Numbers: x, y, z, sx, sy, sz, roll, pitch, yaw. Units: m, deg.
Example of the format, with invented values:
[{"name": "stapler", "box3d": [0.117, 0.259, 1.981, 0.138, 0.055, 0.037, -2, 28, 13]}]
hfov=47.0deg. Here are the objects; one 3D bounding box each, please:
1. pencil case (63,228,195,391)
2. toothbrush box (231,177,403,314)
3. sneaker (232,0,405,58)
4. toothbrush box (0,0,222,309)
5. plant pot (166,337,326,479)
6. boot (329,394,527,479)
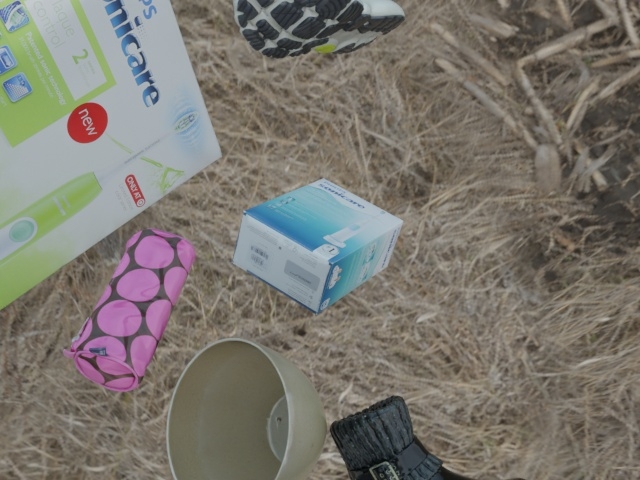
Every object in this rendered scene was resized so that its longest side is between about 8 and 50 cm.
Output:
[{"name": "pencil case", "box3d": [-0.237, 0.080, 0.936, 0.098, 0.095, 0.209, 20, 50, -2]}, {"name": "toothbrush box", "box3d": [0.000, 0.000, 1.498, 0.216, 0.126, 0.295, 29, 31, 21]}, {"name": "sneaker", "box3d": [-0.012, -0.251, 0.738, 0.107, 0.275, 0.110, -28, 88, 27]}, {"name": "toothbrush box", "box3d": [-0.234, -0.081, 0.505, 0.283, 0.206, 0.122, -39, 53, -22]}, {"name": "plant pot", "box3d": [-0.098, 0.319, 1.259, 0.191, 0.284, 0.284, 18, 60, -49]}, {"name": "boot", "box3d": [0.188, 0.383, 1.249, 0.347, 0.131, 0.260, -23, 77, 27]}]
